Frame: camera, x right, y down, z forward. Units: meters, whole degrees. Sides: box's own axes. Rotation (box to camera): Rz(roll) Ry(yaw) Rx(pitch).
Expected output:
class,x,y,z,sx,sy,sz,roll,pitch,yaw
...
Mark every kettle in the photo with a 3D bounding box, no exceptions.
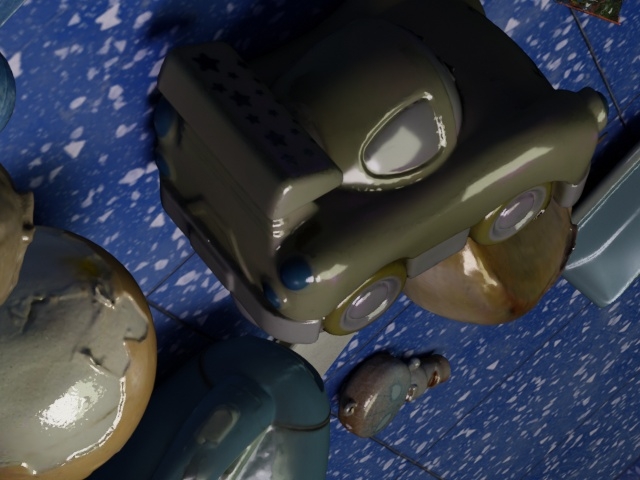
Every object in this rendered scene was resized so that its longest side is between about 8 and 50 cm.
class,x,y,z,sx,sy,sz,roll,pitch,yaw
kettle,-0.121,0.261,1.828,0.342,0.247,0.319,-62,172,23

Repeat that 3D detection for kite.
class,x,y,z,sx,sy,sz,roll,pitch,yaw
kite,0.299,-0.277,1.847,0.189,0.009,0.232,-32,156,-24

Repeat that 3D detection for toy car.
class,x,y,z,sx,sy,sz,roll,pitch,yaw
toy car,0.046,-0.101,1.488,0.336,0.242,0.226,-30,152,-21

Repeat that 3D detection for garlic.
class,x,y,z,sx,sy,sz,roll,pitch,yaw
garlic,0.211,-0.006,2.033,0.338,0.151,0.196,-14,132,-49

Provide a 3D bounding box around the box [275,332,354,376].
class,x,y,z,sx,sy,sz,roll,pitch,yaw
box,-0.034,0.147,2.046,0.109,0.029,0.198,-8,141,-52

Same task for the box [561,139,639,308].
class,x,y,z,sx,sy,sz,roll,pitch,yaw
box,0.368,-0.027,2.234,0.227,0.130,0.162,-47,171,13

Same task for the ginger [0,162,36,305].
class,x,y,z,sx,sy,sz,roll,pitch,yaw
ginger,-0.347,0.013,1.152,0.304,0.155,0.244,-36,126,18

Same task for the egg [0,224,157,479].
class,x,y,z,sx,sy,sz,roll,pitch,yaw
egg,-0.233,0.101,1.455,0.201,0.201,0.244,-30,165,-24

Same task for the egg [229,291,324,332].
class,x,y,z,sx,sy,sz,roll,pitch,yaw
egg,0.000,0.000,1.696,0.198,0.146,0.146,-47,157,-4

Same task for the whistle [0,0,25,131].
class,x,y,z,sx,sy,sz,roll,pitch,yaw
whistle,-0.232,-0.114,1.223,0.158,0.090,0.090,-45,156,9

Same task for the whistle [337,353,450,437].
class,x,y,z,sx,sy,sz,roll,pitch,yaw
whistle,0.088,0.179,2.262,0.220,0.057,0.107,-17,133,-52
